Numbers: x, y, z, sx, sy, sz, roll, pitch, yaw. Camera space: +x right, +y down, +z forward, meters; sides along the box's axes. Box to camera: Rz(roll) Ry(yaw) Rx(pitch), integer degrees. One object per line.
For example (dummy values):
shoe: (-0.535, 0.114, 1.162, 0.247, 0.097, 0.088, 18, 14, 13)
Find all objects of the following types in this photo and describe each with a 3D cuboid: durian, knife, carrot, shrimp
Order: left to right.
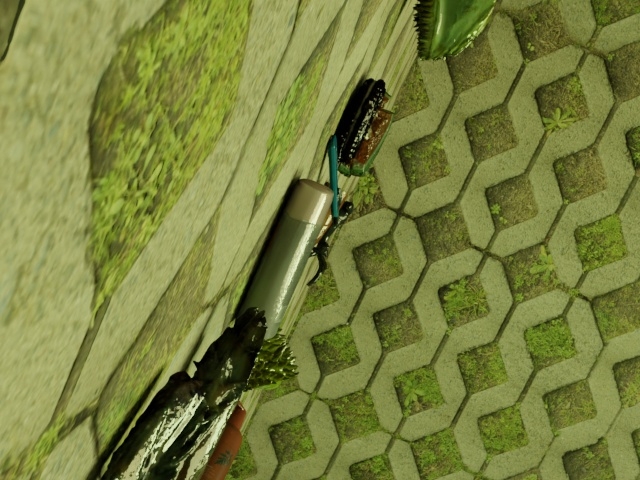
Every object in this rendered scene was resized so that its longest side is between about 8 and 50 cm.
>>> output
shrimp: (-0.181, 0.238, 0.828, 0.445, 0.085, 0.272, -58, 168, -33)
durian: (-0.144, 0.262, 1.570, 0.170, 0.157, 0.355, -29, 172, -4)
carrot: (-0.009, -0.036, 1.691, 0.209, 0.061, 0.061, -61, 177, -2)
knife: (0.030, -0.116, 1.472, 0.296, 0.026, 0.044, 86, 14, -61)
durian: (0.313, -0.570, 1.544, 0.394, 0.198, 0.163, -64, 178, 12)

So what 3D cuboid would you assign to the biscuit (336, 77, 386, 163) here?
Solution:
biscuit: (0.078, -0.245, 1.461, 0.194, 0.053, 0.194, 25, 90, -87)

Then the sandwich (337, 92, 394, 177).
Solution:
sandwich: (0.127, -0.276, 1.783, 0.159, 0.079, 0.235, 108, 8, -63)

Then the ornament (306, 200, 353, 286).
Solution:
ornament: (0.000, 0.000, 1.818, 0.202, 0.080, 0.236, -155, -91, -83)

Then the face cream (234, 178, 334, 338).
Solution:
face cream: (-0.057, 0.029, 1.175, 0.107, 0.073, 0.269, -74, -172, -79)

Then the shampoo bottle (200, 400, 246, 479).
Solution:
shampoo bottle: (-0.240, 0.499, 1.718, 0.244, 0.086, 0.085, -65, 177, -47)

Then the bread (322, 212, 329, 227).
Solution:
bread: (-0.014, -0.050, 1.491, 0.136, 0.054, 0.154, 101, 12, -66)
